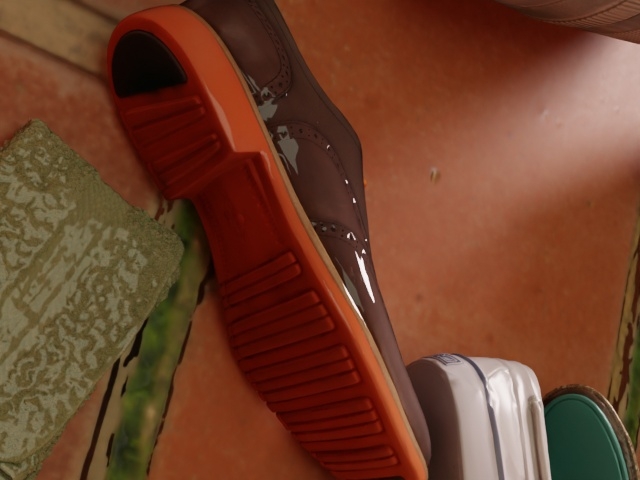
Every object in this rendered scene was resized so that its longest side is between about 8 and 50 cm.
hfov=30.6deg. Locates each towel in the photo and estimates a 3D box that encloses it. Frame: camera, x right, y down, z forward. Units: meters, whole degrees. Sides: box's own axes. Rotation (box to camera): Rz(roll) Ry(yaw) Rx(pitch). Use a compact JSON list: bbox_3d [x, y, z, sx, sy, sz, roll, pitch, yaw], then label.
[{"bbox_3d":[-0.135,0.027,0.523,0.110,0.027,0.148,43,63,-20],"label":"towel"}]

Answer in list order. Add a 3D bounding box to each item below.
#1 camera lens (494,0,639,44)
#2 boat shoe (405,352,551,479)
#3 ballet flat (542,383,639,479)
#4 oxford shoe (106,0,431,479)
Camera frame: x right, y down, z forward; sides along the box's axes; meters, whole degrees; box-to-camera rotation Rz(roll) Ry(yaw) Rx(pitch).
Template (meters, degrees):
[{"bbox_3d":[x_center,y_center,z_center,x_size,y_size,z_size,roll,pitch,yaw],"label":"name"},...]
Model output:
[{"bbox_3d":[0.208,-0.222,0.677,0.274,0.219,0.219,5,79,-33],"label":"camera lens"},{"bbox_3d":[0.096,0.188,0.613,0.084,0.095,0.258,2,82,-30],"label":"boat shoe"},{"bbox_3d":[0.165,0.184,0.688,0.067,0.073,0.206,-4,87,-62],"label":"ballet flat"},{"bbox_3d":[0.000,0.000,0.580,0.098,0.097,0.271,-31,100,-40],"label":"oxford shoe"}]
